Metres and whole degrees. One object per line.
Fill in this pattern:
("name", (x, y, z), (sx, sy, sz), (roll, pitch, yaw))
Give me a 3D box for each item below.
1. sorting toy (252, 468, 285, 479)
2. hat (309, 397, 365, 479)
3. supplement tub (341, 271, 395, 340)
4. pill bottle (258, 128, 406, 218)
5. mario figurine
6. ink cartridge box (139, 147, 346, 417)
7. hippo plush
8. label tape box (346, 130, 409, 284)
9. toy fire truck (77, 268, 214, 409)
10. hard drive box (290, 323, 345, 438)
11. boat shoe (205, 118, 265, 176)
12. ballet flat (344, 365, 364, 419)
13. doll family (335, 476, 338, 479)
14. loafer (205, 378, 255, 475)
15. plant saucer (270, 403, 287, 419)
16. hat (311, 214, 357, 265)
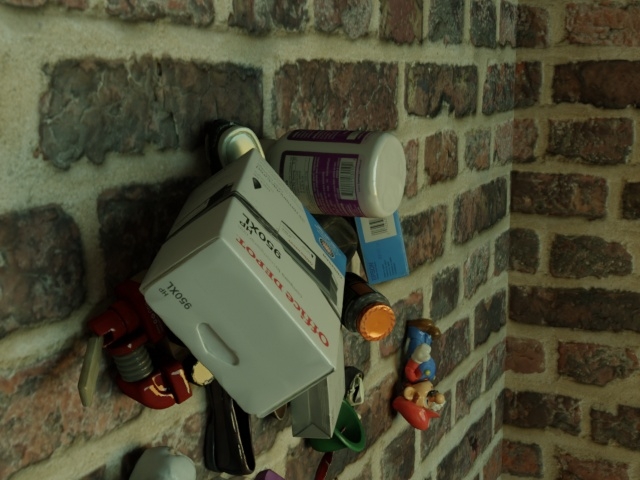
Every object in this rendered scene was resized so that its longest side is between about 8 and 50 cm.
("sorting toy", (-0.189, 0.606, 1.738), (0.127, 0.126, 0.365), (51, 40, -17))
("hat", (-0.011, 0.486, 2.144), (0.173, 0.183, 0.208), (46, 17, -17))
("supplement tub", (0.092, 0.157, 2.082), (0.117, 0.190, 0.117), (-9, 113, -22))
("pill bottle", (0.003, -0.135, 1.756), (0.169, 0.302, 0.169), (-19, 112, -60))
("mario figurine", (0.323, 0.401, 2.613), (0.198, 0.170, 0.320), (18, 67, -27))
("ink cartridge box", (-0.107, 0.055, 1.467), (0.285, 0.166, 0.395), (50, 19, -17))
("hippo plush", (-0.262, 0.495, 1.523), (0.236, 0.234, 0.294), (40, 36, -23))
("label tape box", (0.112, -0.085, 2.151), (0.333, 0.106, 0.240), (-107, -177, -58))
("toy fire truck", (-0.302, 0.194, 1.427), (0.246, 0.158, 0.217), (-33, 120, -33))
("hard drive box", (-0.005, 0.309, 1.983), (0.232, 0.089, 0.181), (-57, 145, -72))
("boat shoe", (-0.144, -0.096, 1.703), (0.114, 0.091, 0.302), (-24, 125, -25))
("ballet flat", (0.072, 0.421, 2.247), (0.074, 0.074, 0.203), (36, 64, -59))
("doll family", (0.048, 0.704, 2.249), (0.111, 0.076, 0.193), (31, 65, -55))
("loafer", (-0.163, 0.314, 1.739), (0.109, 0.095, 0.302), (-8, 102, -60))
("plant saucer", (-0.113, 0.204, 1.768), (0.310, 0.050, 0.310), (-7, 90, -84))
("hat", (0.000, 0.000, 1.963), (0.331, 0.134, 0.331), (-15, 107, -61))
